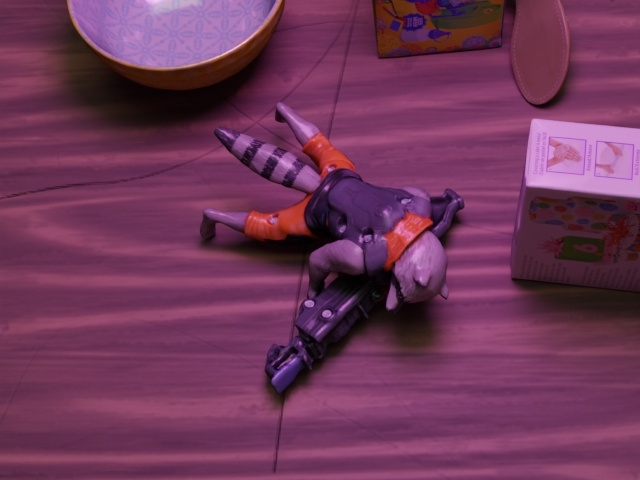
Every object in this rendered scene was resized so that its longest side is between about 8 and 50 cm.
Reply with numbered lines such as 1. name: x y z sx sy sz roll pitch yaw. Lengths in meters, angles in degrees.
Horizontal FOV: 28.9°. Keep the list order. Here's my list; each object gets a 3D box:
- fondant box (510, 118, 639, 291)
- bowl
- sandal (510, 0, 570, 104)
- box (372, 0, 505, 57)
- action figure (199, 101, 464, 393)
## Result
1. fondant box: 0.394 -0.027 1.429 0.330 0.238 0.096 5 64 7
2. bowl: -0.181 -0.304 1.664 0.290 0.156 0.289 -2 63 3
3. sandal: 0.303 -0.302 1.667 0.088 0.079 0.240 -12 86 38
4. box: 0.146 -0.443 1.636 0.177 0.290 0.279 -5 62 2
5. action figure: 0.000 0.000 1.488 0.330 0.178 0.341 27 65 27
